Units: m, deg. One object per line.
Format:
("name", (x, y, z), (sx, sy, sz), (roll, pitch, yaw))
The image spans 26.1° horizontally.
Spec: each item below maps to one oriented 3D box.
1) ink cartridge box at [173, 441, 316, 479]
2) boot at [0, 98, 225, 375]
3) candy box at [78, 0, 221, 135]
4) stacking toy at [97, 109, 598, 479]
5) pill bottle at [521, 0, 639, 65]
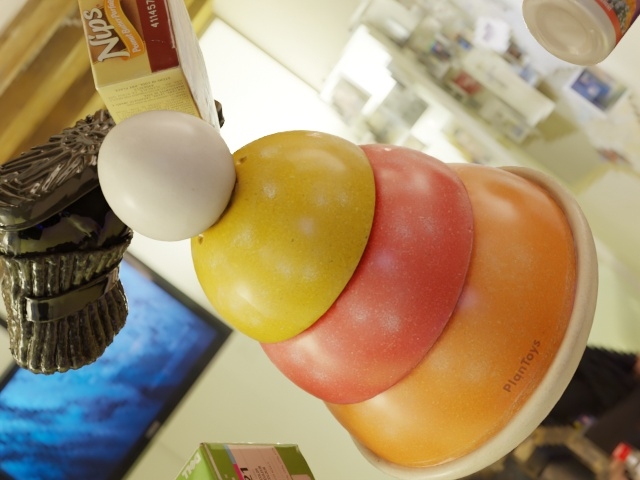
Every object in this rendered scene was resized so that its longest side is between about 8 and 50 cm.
("ink cartridge box", (-0.147, 0.296, 1.397), (0.255, 0.097, 0.189), (9, -52, -39))
("boot", (-0.252, -0.014, 1.695), (0.348, 0.131, 0.260), (-29, -52, -26))
("candy box", (-0.167, -0.174, 1.400), (0.088, 0.183, 0.316), (-13, -20, 1))
("stacking toy", (0.000, 0.000, 1.326), (0.351, 0.480, 0.350), (-33, 41, 35))
("pill bottle", (0.307, -0.286, 1.460), (0.193, 0.108, 0.108), (-51, -1, -21))
